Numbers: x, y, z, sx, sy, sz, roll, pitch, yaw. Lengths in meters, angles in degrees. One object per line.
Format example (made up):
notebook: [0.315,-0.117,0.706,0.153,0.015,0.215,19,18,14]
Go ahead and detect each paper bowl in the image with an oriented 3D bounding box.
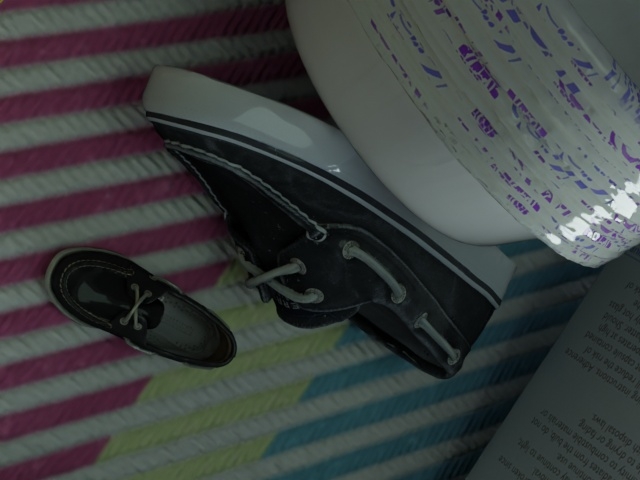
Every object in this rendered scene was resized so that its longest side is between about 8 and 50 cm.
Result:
paper bowl: [0.090,-0.112,0.940,0.148,0.284,0.284,-34,132,22]

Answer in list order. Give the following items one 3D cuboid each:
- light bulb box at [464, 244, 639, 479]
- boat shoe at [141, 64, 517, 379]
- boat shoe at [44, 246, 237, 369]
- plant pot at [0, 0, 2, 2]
light bulb box: [0.292,0.227,1.128,0.358,0.225,0.361,31,93,-30]
boat shoe: [0.000,0.000,0.991,0.301,0.108,0.102,33,79,-46]
boat shoe: [-0.099,0.041,0.960,0.125,0.038,0.046,35,80,-39]
plant pot: [-0.210,-0.164,0.701,0.239,0.254,0.254,-43,126,-41]
